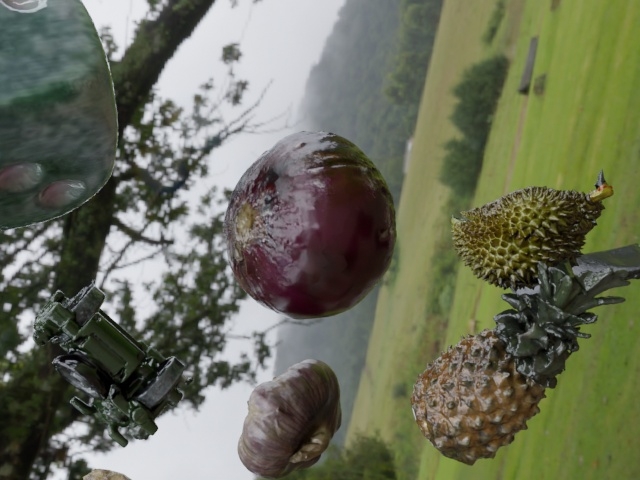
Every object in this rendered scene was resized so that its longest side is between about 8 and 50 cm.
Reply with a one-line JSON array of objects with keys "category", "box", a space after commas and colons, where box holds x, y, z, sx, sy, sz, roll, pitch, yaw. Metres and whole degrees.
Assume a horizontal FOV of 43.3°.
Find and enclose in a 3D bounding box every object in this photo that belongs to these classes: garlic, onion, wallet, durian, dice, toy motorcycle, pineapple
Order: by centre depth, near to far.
[{"category": "toy motorcycle", "box": [-0.269, 0.152, 1.001, 0.127, 0.205, 0.275, -51, 13, -19]}, {"category": "pineapple", "box": [0.276, 0.155, 1.095, 0.340, 0.169, 0.169, -48, 9, 25]}, {"category": "durian", "box": [0.319, -0.001, 1.174, 0.193, 0.237, 0.138, 9, -116, -49]}, {"category": "dice", "box": [-0.549, -0.231, 1.340, 0.330, 0.348, 0.328, 63, 150, 24]}, {"category": "wallet", "box": [0.443, 0.052, 1.378, 0.124, 0.244, 0.025, -95, -9, -71]}, {"category": "onion", "box": [0.000, 0.000, 1.386, 0.260, 0.282, 0.337, 52, 122, 41]}, {"category": "garlic", "box": [-0.043, 0.343, 1.506, 0.245, 0.160, 0.245, -40, -35, -36]}]

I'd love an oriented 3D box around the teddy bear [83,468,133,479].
[{"category": "teddy bear", "box": [-0.268, 0.525, 1.372, 0.246, 0.296, 0.223, 39, -125, -55]}]
